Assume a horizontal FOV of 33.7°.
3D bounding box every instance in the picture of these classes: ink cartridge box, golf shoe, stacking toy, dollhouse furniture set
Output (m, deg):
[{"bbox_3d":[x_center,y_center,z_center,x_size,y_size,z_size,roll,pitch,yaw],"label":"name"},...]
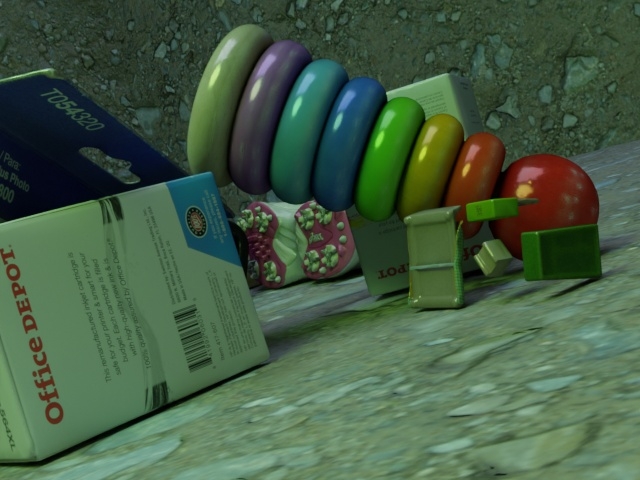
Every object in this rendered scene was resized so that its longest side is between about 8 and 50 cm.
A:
[{"bbox_3d":[-0.274,-0.011,0.829,0.330,0.071,0.324,-9,-18,15],"label":"ink cartridge box"},{"bbox_3d":[-0.152,0.049,0.734,0.203,0.148,0.086,-18,3,-43],"label":"ink cartridge box"},{"bbox_3d":[0.000,0.000,1.343,0.140,0.115,0.306,-6,4,-31],"label":"golf shoe"},{"bbox_3d":[0.066,-0.068,0.864,0.330,0.141,0.141,18,10,9],"label":"stacking toy"},{"bbox_3d":[0.095,-0.052,0.985,0.128,0.176,0.127,-15,1,17],"label":"ink cartridge box"},{"bbox_3d":[0.127,0.009,0.770,0.058,0.076,0.151,-3,-3,-33],"label":"dollhouse furniture set"}]

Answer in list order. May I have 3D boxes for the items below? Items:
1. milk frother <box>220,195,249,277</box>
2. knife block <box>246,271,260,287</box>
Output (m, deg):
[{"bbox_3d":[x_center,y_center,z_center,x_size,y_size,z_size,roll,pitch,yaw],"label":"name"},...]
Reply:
[{"bbox_3d":[-0.173,0.027,1.324,0.143,0.135,0.129,-12,-26,25],"label":"milk frother"},{"bbox_3d":[-0.045,0.001,1.546,0.242,0.088,0.275,-17,3,8],"label":"knife block"}]
